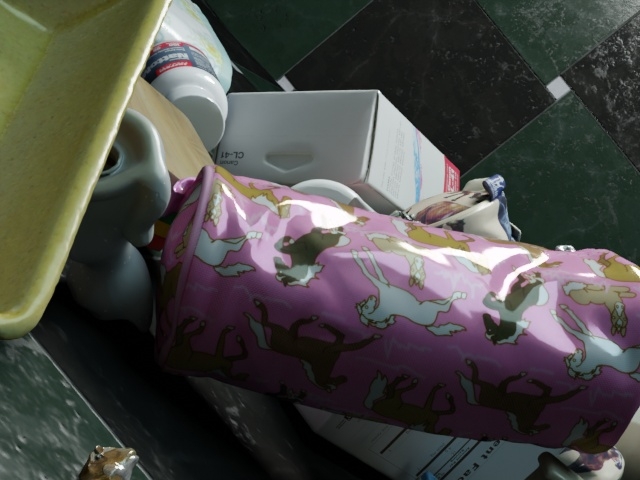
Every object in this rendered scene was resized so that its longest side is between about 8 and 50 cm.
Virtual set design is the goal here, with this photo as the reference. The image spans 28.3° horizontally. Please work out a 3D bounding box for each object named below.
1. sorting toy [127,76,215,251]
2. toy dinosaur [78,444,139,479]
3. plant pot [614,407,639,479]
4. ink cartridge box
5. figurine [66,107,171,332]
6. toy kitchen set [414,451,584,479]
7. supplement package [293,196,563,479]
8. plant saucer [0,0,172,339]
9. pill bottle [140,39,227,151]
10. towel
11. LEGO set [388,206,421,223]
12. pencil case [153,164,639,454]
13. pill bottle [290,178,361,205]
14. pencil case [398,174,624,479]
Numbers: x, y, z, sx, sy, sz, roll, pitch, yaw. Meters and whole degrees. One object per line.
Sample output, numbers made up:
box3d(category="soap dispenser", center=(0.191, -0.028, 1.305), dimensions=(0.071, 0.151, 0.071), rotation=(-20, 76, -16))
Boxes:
box3d(category="sorting toy", center=(-0.206, -0.100, 1.155), dimensions=(0.255, 0.089, 0.257), rotation=(40, 10, -35))
box3d(category="toy dinosaur", center=(-0.100, 0.161, 0.624), dimensions=(0.112, 0.064, 0.211), rotation=(26, 2, -8))
box3d(category="plant pot", center=(0.426, 0.297, 1.751), dimensions=(0.280, 0.323, 0.323), rotation=(23, 19, -27))
box3d(category="ink cartridge box", center=(0.030, -0.084, 1.682), dimensions=(0.226, 0.131, 0.306), rotation=(2, -17, 26))
box3d(category="figurine", center=(-0.183, -0.047, 0.898), dimensions=(0.215, 0.092, 0.209), rotation=(51, -22, 21))
box3d(category="toy kitchen set", center=(0.166, 0.245, 1.071), dimensions=(0.122, 0.166, 0.207), rotation=(45, 9, -7))
box3d(category="supplement package", center=(0.099, 0.126, 1.240), dimensions=(0.293, 0.175, 0.177), rotation=(38, 7, -43))
box3d(category="plant saucer", center=(-0.259, -0.120, 0.629), dimensions=(0.333, 0.081, 0.332), rotation=(32, 36, -17))
box3d(category="pill bottle", center=(-0.173, -0.175, 1.587), dimensions=(0.108, 0.108, 0.180), rotation=(41, 9, -28))
box3d(category="towel", center=(-0.301, -0.387, 2.042), dimensions=(0.320, 0.090, 0.374), rotation=(37, 12, -29))
box3d(category="LEGO set", center=(0.096, -0.007, 1.191), dimensions=(0.083, 0.023, 0.054), rotation=(35, 8, -49))
box3d(category="pencil case", center=(0.059, 0.054, 0.984), dimensions=(0.386, 0.160, 0.167), rotation=(12, 18, -11))
box3d(category="pill bottle", center=(0.000, 0.000, 1.491), dimensions=(0.121, 0.121, 0.221), rotation=(46, -2, 4))
box3d(category="pencil case", center=(0.222, 0.130, 1.523), dimensions=(0.160, 0.183, 0.410), rotation=(-12, -75, 62))
